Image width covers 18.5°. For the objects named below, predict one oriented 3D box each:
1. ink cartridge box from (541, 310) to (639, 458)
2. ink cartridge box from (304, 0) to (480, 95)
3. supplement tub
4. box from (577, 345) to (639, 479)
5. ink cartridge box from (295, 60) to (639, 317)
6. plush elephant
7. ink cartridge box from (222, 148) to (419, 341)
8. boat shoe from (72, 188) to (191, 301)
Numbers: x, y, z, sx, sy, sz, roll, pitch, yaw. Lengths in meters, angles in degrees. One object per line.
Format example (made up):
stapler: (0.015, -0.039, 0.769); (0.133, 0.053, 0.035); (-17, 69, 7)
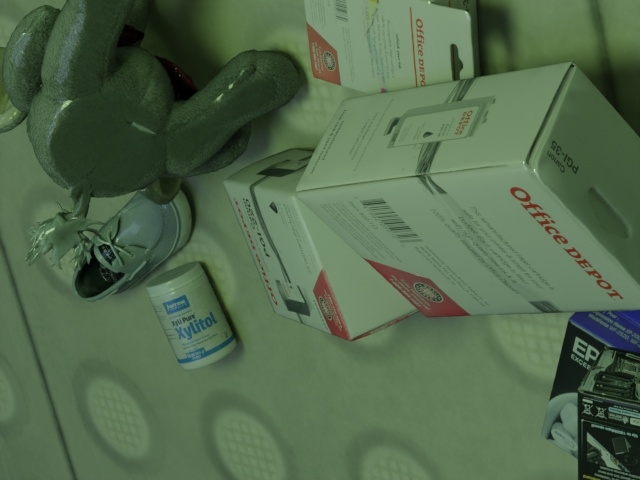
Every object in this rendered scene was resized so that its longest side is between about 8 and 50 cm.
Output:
ink cartridge box: (0.309, 0.147, 1.786); (0.206, 0.045, 0.208); (32, 133, 29)
ink cartridge box: (0.080, -0.189, 1.786); (0.198, 0.067, 0.115); (21, 130, 38)
supplement tub: (-0.145, 0.086, 2.207); (0.071, 0.071, 0.107); (-11, 108, 50)
box: (0.376, 0.239, 1.691); (0.308, 0.076, 0.242); (11, 124, 25)
ink cartridge box: (0.153, -0.035, 1.712); (0.283, 0.117, 0.207); (-5, 140, 47)
plush elephant: (-0.219, -0.153, 2.016); (0.330, 0.272, 0.255); (-57, 26, 16)
ink cartridge box: (0.000, 0.000, 1.921); (0.158, 0.092, 0.218); (69, 164, -13)
boat shoe: (-0.219, 0.009, 2.225); (0.079, 0.081, 0.227); (52, 142, 7)
